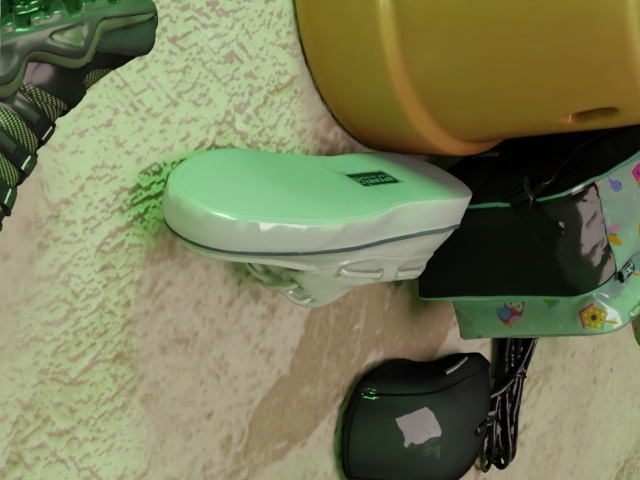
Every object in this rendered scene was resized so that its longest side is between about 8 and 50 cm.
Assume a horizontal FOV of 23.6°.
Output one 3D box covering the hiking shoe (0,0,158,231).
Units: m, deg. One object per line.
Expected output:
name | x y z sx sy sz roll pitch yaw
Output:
hiking shoe | -0.164 -0.049 0.683 0.227 0.086 0.114 -30 132 -39

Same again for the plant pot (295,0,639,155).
plant pot | 0.147 -0.187 0.988 0.291 0.203 0.291 -24 119 -53

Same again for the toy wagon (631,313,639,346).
toy wagon | 0.280 -0.050 1.236 0.267 0.068 0.344 -104 -164 -76

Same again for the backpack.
backpack | 0.170 -0.012 1.093 0.188 0.165 0.144 -40 114 -46

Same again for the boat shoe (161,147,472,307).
boat shoe | 0.000 0.000 0.921 0.258 0.095 0.084 -2 120 -49

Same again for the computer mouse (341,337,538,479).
computer mouse | 0.113 0.097 1.148 0.262 0.060 0.184 6 95 -57
